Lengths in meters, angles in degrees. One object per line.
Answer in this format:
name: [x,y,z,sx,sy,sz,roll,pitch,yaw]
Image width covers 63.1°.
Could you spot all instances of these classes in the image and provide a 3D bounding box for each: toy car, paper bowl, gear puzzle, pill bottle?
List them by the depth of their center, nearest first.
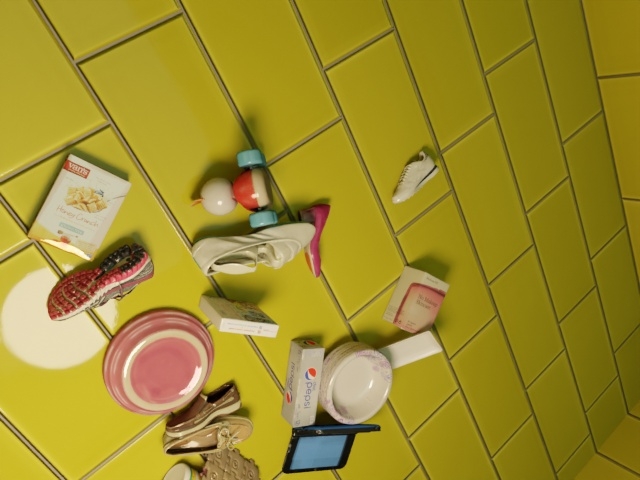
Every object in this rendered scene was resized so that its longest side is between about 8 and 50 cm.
toy car: [-0.267,-0.136,1.553,0.238,0.210,0.219,-11,93,1]
pill bottle: [-0.399,0.815,1.676,0.117,0.117,0.208,-49,120,-13]
gear puzzle: [-0.276,0.811,1.749,0.044,0.175,0.339,-29,121,24]
paper bowl: [0.110,0.508,1.901,0.284,0.148,0.284,-7,104,-31]

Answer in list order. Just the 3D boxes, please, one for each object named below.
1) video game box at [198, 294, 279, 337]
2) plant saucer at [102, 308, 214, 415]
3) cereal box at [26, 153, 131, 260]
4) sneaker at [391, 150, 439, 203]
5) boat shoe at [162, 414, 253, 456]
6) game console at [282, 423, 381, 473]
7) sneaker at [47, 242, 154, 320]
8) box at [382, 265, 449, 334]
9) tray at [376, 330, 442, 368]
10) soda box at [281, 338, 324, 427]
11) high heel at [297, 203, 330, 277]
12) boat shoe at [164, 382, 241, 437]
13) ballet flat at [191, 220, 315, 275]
video game box: [-0.253,0.230,1.594,0.187,0.205,0.048,11,98,-32]
plant saucer: [-0.471,0.375,1.563,0.332,0.084,0.332,-7,104,-30]
cereal box: [-0.638,-0.086,1.388,0.173,0.047,0.240,27,85,-32]
sneaker: [0.333,-0.229,1.933,0.235,0.090,0.095,-46,106,-20]
boat shoe: [-0.350,0.629,1.647,0.285,0.089,0.104,-8,100,-14]
game console: [0.042,0.762,1.904,0.293,0.250,0.173,10,70,-32]
sneaker: [-0.594,0.134,1.426,0.299,0.121,0.112,-31,145,-14]
box: [0.369,0.237,2.014,0.149,0.127,0.232,26,87,-32]
tray: [0.316,0.421,1.994,0.270,0.030,0.145,-25,127,17]
soda box: [-0.062,0.496,1.824,0.091,0.098,0.286,3,98,-30]
high heel: [0.000,0.000,1.771,0.117,0.082,0.244,-13,94,-18]
boat shoe: [-0.375,0.526,1.652,0.257,0.095,0.095,-18,107,-39]
ballet flat: [-0.189,0.039,1.606,0.400,0.139,0.139,-9,105,-21]
